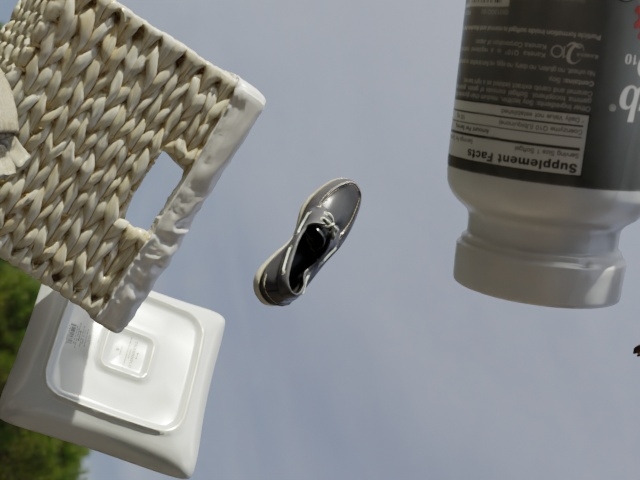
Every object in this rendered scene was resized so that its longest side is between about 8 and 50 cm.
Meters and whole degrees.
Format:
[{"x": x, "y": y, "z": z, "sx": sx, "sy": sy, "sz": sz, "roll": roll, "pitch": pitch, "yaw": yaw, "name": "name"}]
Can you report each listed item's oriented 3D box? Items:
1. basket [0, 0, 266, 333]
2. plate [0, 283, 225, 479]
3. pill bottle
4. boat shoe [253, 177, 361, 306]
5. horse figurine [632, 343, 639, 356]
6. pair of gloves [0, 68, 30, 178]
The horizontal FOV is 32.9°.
[{"x": -0.287, "y": -0.121, "z": 1.302, "sx": 0.328, "sy": 0.266, "sz": 0.331, "roll": -58, "pitch": -154, "yaw": 1, "name": "basket"}, {"x": -0.275, "y": 0.164, "z": 1.508, "sx": 0.045, "sy": 0.278, "sz": 0.277, "roll": -50, "pitch": -157, "yaw": 48, "name": "plate"}, {"x": 0.238, "y": -0.128, "z": 1.081, "sx": 0.210, "sy": 0.210, "sz": 0.363, "roll": 23, "pitch": -70, "yaw": 60, "name": "pill bottle"}, {"x": 0.000, "y": 0.000, "z": 1.327, "sx": 0.075, "sy": 0.206, "sz": 0.065, "roll": 50, "pitch": -30, "yaw": -21, "name": "boat shoe"}, {"x": 0.606, "y": 0.185, "z": 1.606, "sx": 0.263, "sy": 0.174, "sz": 0.066, "roll": 25, "pitch": -72, "yaw": 41, "name": "horse figurine"}, {"x": -0.377, "y": -0.119, "z": 0.965, "sx": 0.042, "sy": 0.240, "sz": 0.204, "roll": -24, "pitch": -79, "yaw": 34, "name": "pair of gloves"}]
